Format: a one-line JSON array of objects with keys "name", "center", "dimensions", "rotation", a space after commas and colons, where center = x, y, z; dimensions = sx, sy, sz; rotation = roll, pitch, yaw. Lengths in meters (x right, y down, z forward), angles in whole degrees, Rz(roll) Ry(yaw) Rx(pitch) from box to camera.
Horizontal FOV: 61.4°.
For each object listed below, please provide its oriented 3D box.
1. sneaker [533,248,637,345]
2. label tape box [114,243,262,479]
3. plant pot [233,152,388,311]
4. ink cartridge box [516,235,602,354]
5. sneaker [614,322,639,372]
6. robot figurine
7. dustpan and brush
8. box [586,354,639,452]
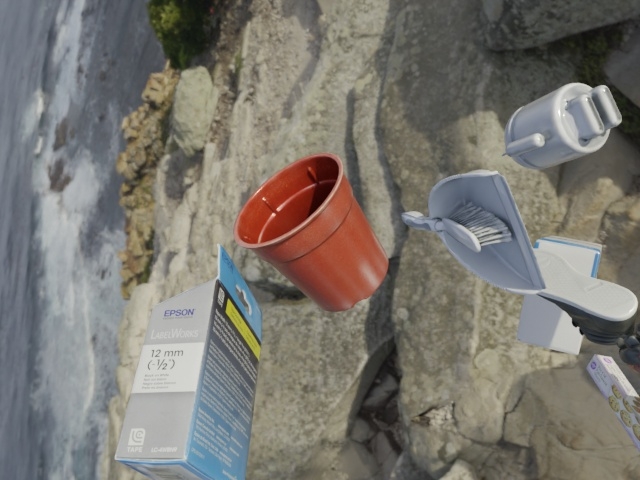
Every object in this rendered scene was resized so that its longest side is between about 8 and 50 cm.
[{"name": "sneaker", "center": [0.522, 0.123, 1.136], "dimensions": [0.104, 0.147, 0.295], "rotation": [-42, 38, -11]}, {"name": "label tape box", "center": [-0.193, 0.218, 0.895], "dimensions": [0.115, 0.249, 0.348], "rotation": [-6, 53, 9]}, {"name": "plant pot", "center": [0.000, 0.000, 1.169], "dimensions": [0.272, 0.265, 0.272], "rotation": [-27, 33, 19]}, {"name": "ink cartridge box", "center": [0.714, 0.141, 1.587], "dimensions": [0.166, 0.395, 0.286], "rotation": [12, 98, 27]}, {"name": "sneaker", "center": [0.459, 0.136, 0.553], "dimensions": [0.276, 0.097, 0.135], "rotation": [-15, 94, 46]}, {"name": "robot figurine", "center": [0.674, -0.320, 1.552], "dimensions": [0.200, 0.299, 0.353], "rotation": [67, 161, -2]}, {"name": "dustpan and brush", "center": [0.155, -0.018, 0.626], "dimensions": [0.060, 0.147, 0.211], "rotation": [-29, 19, -4]}, {"name": "box", "center": [0.897, 0.475, 1.587], "dimensions": [0.324, 0.063, 0.067], "rotation": [-95, 17, -57]}]
